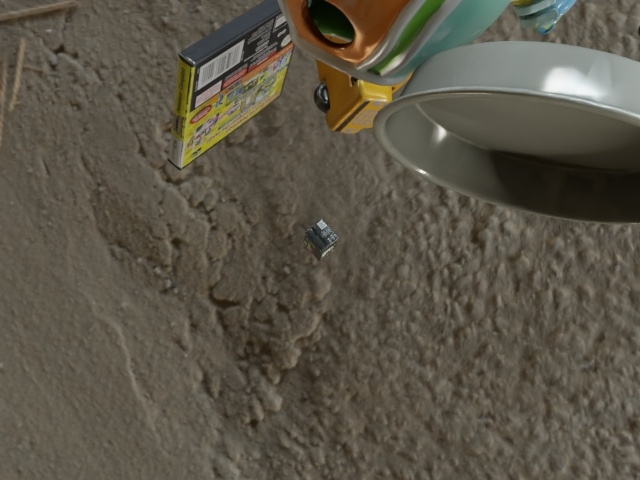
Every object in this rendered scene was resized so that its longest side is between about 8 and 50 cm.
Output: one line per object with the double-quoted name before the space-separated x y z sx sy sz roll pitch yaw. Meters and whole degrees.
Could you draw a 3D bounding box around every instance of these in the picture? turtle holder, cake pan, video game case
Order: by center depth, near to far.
"cake pan" 0.191 -0.083 0.610 0.293 0.293 0.054 13 81 14
"turtle holder" 0.072 -0.283 0.670 0.243 0.320 0.227 19 117 -10
"video game case" -0.138 -0.269 1.190 0.035 0.275 0.248 39 146 11

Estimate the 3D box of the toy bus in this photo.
"toy bus" 0.055 -0.321 1.035 0.108 0.130 0.333 -36 58 55

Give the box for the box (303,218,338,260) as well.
"box" 0.000 0.000 1.661 0.052 0.083 0.062 -37 77 -16

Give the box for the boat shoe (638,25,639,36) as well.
"boat shoe" 0.719 -0.449 1.357 0.257 0.095 0.095 -31 139 -2

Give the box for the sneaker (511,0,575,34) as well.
"sneaker" 0.395 -0.518 1.487 0.318 0.127 0.208 -12 114 -4
